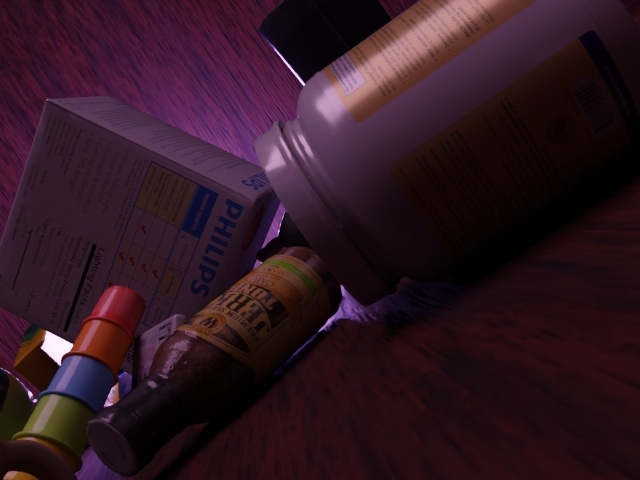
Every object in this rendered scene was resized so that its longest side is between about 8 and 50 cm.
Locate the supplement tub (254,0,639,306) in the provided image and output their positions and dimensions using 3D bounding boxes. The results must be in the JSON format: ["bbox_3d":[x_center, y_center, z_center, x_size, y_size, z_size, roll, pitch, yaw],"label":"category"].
[{"bbox_3d":[0.127,-0.109,0.784,0.331,0.241,0.241,-34,4,9],"label":"supplement tub"}]

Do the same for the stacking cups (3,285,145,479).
[{"bbox_3d":[-0.317,0.193,1.035,0.096,0.096,0.316,-32,30,36],"label":"stacking cups"}]

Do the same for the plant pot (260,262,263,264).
[{"bbox_3d":[-0.093,0.062,1.887,0.083,0.083,0.079,-35,-8,1],"label":"plant pot"}]

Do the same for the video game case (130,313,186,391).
[{"bbox_3d":[-0.214,0.182,1.045,0.019,0.143,0.157,11,-23,-30],"label":"video game case"}]

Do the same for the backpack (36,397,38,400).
[{"bbox_3d":[-0.508,0.364,1.368,0.158,0.117,0.173,-33,7,38],"label":"backpack"}]

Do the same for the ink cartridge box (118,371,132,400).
[{"bbox_3d":[-0.412,0.304,1.792,0.207,0.046,0.097,-35,2,2],"label":"ink cartridge box"}]

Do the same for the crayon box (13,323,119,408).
[{"bbox_3d":[-0.499,0.258,1.599,0.081,0.202,0.318,-44,16,-5],"label":"crayon box"}]

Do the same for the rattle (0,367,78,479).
[{"bbox_3d":[-0.310,0.222,0.735,0.130,0.200,0.142,-37,4,-34],"label":"rattle"}]

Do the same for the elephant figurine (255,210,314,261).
[{"bbox_3d":[0.017,-0.074,1.305,0.169,0.186,0.239,-44,36,40],"label":"elephant figurine"}]

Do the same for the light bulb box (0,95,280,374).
[{"bbox_3d":[-0.295,-0.003,1.324,0.358,0.361,0.225,-66,-6,17],"label":"light bulb box"}]

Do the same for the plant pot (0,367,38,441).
[{"bbox_3d":[-0.496,0.319,0.964,0.274,0.275,0.293,-34,18,6],"label":"plant pot"}]

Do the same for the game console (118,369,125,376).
[{"bbox_3d":[-0.540,0.365,1.999,0.071,0.107,0.122,-3,15,18],"label":"game console"}]

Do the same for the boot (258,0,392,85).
[{"bbox_3d":[0.030,-0.219,1.440,0.367,0.445,0.146,-35,4,1],"label":"boot"}]

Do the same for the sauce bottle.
[{"bbox_3d":[-0.105,0.125,0.892,0.111,0.111,0.344,-31,6,43],"label":"sauce bottle"}]
